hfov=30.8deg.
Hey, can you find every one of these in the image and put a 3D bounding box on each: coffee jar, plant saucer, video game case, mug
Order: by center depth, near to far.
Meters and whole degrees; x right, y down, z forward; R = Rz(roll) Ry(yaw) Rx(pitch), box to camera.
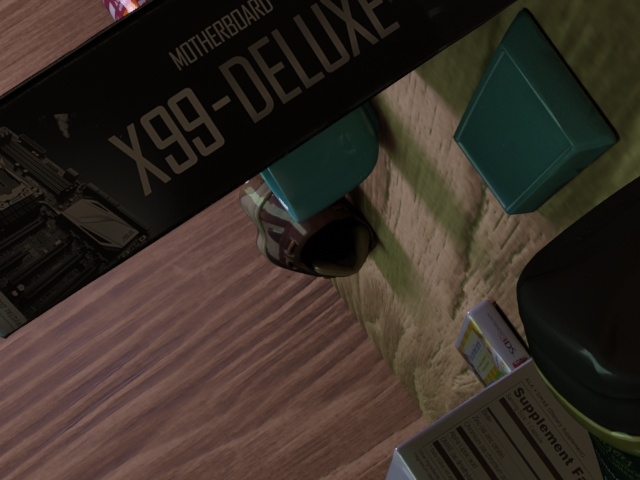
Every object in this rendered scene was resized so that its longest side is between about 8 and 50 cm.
[{"bbox_3d":[0.135,0.060,0.399,0.079,0.096,0.184,47,171,51],"label":"coffee jar"},{"bbox_3d":[0.095,-0.051,0.562,0.067,0.018,0.192,56,177,6],"label":"plant saucer"},{"bbox_3d":[-0.015,-0.098,0.921,0.129,0.097,0.158,55,175,25],"label":"mug"},{"bbox_3d":[0.192,0.157,1.027,0.206,0.026,0.227,55,177,12],"label":"video game case"}]

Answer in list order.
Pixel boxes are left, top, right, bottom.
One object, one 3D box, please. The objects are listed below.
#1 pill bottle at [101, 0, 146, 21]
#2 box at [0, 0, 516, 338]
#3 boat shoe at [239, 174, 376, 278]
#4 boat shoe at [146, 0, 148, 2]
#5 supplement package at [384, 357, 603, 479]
[{"bbox_3d":[-0.200,-0.310,1.271,0.221,0.121,0.121,55,176,16],"label":"pill bottle"},{"bbox_3d":[-0.050,-0.067,0.560,0.076,0.242,0.307,56,177,-6],"label":"box"},{"bbox_3d":[0.000,0.000,1.404,0.123,0.123,0.342,47,174,18],"label":"boat shoe"},{"bbox_3d":[-0.093,-0.188,1.178,0.302,0.098,0.109,58,-171,-53],"label":"boat shoe"},{"bbox_3d":[0.158,0.210,0.797,0.204,0.145,0.262,55,170,16],"label":"supplement package"}]
